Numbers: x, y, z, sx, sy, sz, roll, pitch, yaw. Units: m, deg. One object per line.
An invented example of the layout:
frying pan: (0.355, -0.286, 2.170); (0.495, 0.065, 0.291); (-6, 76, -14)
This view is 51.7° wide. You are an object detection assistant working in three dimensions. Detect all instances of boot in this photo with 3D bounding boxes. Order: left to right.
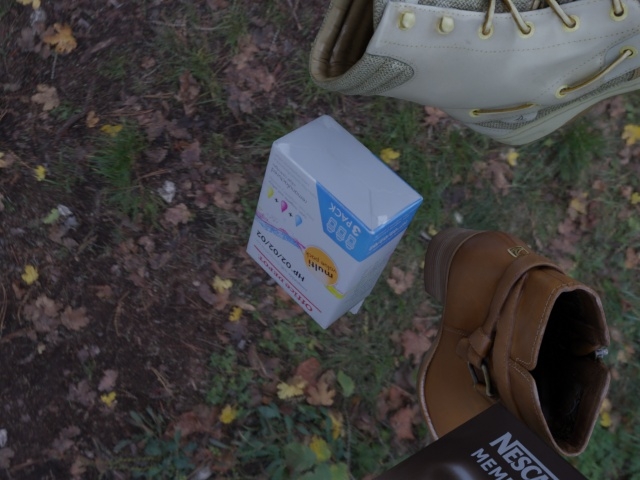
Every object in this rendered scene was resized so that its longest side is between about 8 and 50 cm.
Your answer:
boot: (0.173, 0.132, 0.577); (0.109, 0.220, 0.283); (-6, 102, -12)
boot: (0.129, -0.156, 0.418); (0.204, 0.262, 0.095); (9, 68, -28)

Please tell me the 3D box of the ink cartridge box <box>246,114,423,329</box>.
ink cartridge box: (0.000, 0.000, 0.548); (0.104, 0.181, 0.062); (44, 56, 17)

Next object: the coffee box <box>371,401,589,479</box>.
coffee box: (0.065, 0.232, 0.427); (0.247, 0.141, 0.098); (-28, 116, -11)
